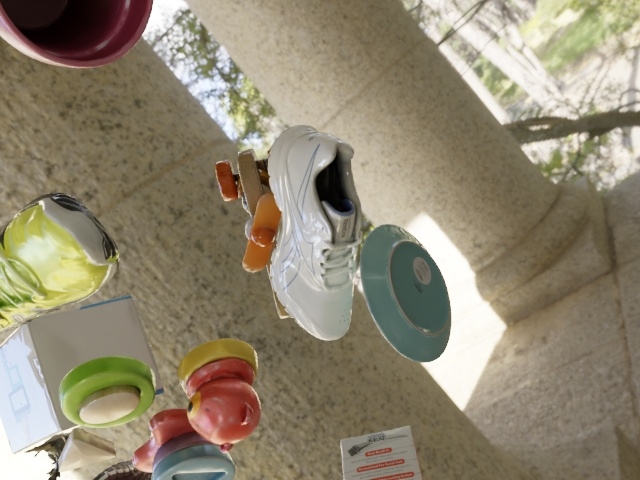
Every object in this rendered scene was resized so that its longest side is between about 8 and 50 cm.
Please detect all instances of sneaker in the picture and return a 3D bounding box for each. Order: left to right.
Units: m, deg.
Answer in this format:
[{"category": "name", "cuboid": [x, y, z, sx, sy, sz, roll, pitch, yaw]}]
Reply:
[{"category": "sneaker", "cuboid": [-0.400, 0.063, 0.765, 0.385, 0.145, 0.147, -25, 21, 36]}, {"category": "sneaker", "cuboid": [-0.392, 0.553, 1.262, 0.106, 0.162, 0.281, -49, -15, 11]}, {"category": "sneaker", "cuboid": [0.000, 0.000, 0.788, 0.111, 0.296, 0.129, -16, 18, -26]}]

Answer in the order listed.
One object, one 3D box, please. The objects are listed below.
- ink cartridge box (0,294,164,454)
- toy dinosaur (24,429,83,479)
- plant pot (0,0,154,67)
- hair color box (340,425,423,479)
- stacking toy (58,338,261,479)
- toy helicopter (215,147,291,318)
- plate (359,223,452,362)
[{"category": "ink cartridge box", "cuboid": [-0.466, 0.253, 1.123, 0.198, 0.197, 0.270, -12, -14, -46]}, {"category": "toy dinosaur", "cuboid": [-0.595, 0.484, 1.362, 0.268, 0.064, 0.118, 88, -168, -79]}, {"category": "plant pot", "cuboid": [-0.334, -0.317, 0.731, 0.180, 0.201, 0.201, 19, 51, 43]}, {"category": "hair color box", "cuboid": [0.078, 0.302, 0.698, 0.093, 0.053, 0.167, -13, 29, 5]}, {"category": "stacking toy", "cuboid": [-0.236, 0.298, 0.882, 0.130, 0.280, 0.308, 63, 141, 46]}, {"category": "toy helicopter", "cuboid": [-0.099, -0.003, 1.172, 0.140, 0.354, 0.235, -15, 18, -3]}, {"category": "plate", "cuboid": [0.121, 0.063, 0.775, 0.024, 0.188, 0.188, -27, 12, 40]}]
